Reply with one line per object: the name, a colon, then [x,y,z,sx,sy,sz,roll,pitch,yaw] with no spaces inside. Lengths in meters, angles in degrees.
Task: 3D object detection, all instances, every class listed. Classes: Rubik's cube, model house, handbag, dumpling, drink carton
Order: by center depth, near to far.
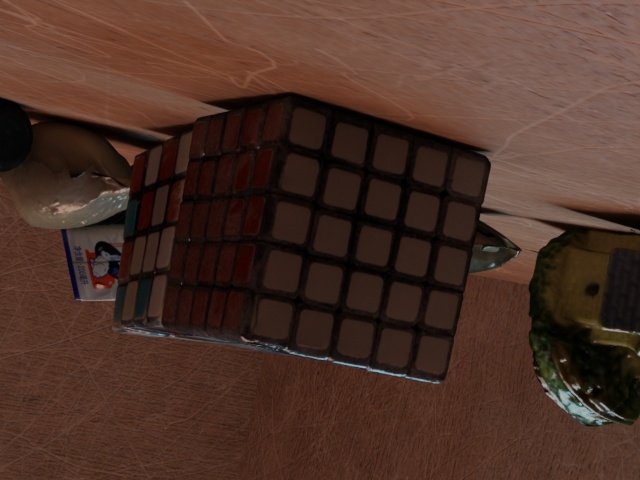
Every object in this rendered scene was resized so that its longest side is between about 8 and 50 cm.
Rubik's cube: [0.000,0.000,1.201,0.237,0.238,0.237,11,177,-26]
model house: [0.454,0.119,1.447,0.321,0.261,0.266,9,177,-27]
Rubik's cube: [-0.110,0.012,1.565,0.259,0.256,0.253,12,171,-23]
handbag: [0.167,-0.002,1.789,0.182,0.117,0.270,4,-178,-27]
dumpling: [-0.361,-0.082,1.801,0.243,0.175,0.227,42,-171,23]
drink carton: [-0.234,0.021,1.846,0.315,0.130,0.106,0,-158,18]

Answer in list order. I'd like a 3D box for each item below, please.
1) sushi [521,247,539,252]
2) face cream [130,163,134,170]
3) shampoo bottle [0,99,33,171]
sushi: [0.427,0.023,1.713,0.192,0.050,0.215,18,-175,41]
face cream: [-0.196,-0.103,1.804,0.137,0.084,0.341,11,170,-30]
shampoo bottle: [-0.546,-0.163,1.731,0.284,0.101,0.101,11,177,35]
